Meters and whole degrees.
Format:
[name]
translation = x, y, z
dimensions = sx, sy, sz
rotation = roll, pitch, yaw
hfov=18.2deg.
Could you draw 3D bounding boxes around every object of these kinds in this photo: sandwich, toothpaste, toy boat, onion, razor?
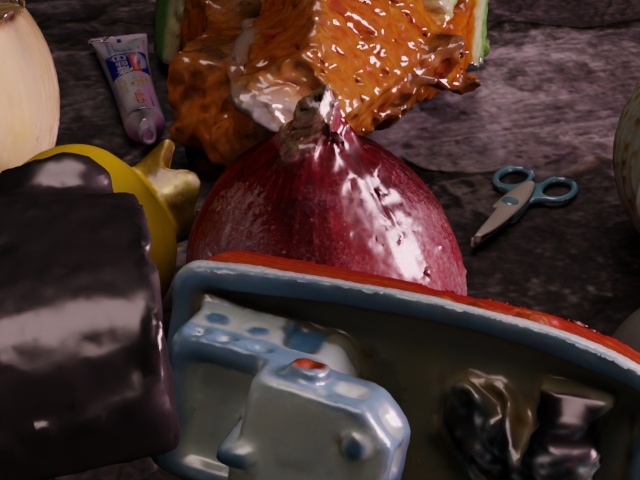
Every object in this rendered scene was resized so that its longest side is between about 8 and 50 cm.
[sandwich]
translation = -0.011, -0.147, 1.356
dimensions = 0.250, 0.162, 0.301
rotation = 2, 28, 6
[toothpaste]
translation = -0.133, -0.110, 1.409
dimensions = 0.045, 0.028, 0.170
rotation = -10, 31, -8
[toy boat]
translation = 0.074, 0.108, 0.943
dimensions = 0.332, 0.145, 0.133
rotation = 16, 20, 12
[onion]
translation = 0.000, 0.000, 1.082
dimensions = 0.159, 0.195, 0.159
rotation = -5, 36, 4
[razor]
translation = -0.227, 0.062, 0.896
dimensions = 0.327, 0.107, 0.189
rotation = -14, 35, -2

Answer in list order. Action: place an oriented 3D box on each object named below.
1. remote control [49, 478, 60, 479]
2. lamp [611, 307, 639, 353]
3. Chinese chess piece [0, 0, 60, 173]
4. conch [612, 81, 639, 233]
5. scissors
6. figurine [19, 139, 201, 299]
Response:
[remote control]
translation = -0.064, 0.184, 0.885
dimensions = 0.344, 0.050, 0.145
rotation = 17, 31, 12
[lamp]
translation = 0.200, 0.077, 1.058
dimensions = 0.105, 0.105, 0.105
rotation = 2, 31, -1
[Chinese chess piece]
translation = -0.286, -0.077, 1.202
dimensions = 0.257, 0.104, 0.257
rotation = -8, 15, 2
[conch]
translation = 0.256, -0.034, 1.229
dimensions = 0.172, 0.131, 0.200
rotation = 26, 55, 20
[scissors]
translation = 0.125, -0.022, 1.301
dimensions = 0.058, 0.014, 0.119
rotation = 16, 30, 22
[figurine]
translation = -0.155, 0.035, 1.073
dimensions = 0.234, 0.127, 0.185
rotation = -10, 34, -24
